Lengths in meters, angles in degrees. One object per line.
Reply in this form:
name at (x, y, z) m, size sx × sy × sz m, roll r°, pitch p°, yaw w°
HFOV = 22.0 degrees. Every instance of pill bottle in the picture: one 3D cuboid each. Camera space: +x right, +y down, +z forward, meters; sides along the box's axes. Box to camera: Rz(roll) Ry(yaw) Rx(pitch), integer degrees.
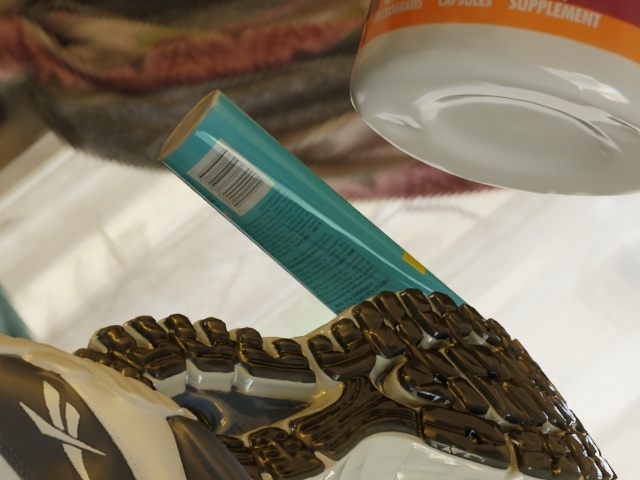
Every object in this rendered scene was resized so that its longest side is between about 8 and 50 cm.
pill bottle at (0.168, -0.245, 1.079) m, size 0.224 × 0.392 × 0.224 m, roll 13°, pitch -15°, yaw 3°

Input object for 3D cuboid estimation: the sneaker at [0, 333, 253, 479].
sneaker at (-0.041, 0.114, 0.402) m, size 0.235 × 0.094 × 0.153 m, roll 46°, pitch 2°, yaw -7°

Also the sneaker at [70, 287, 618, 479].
sneaker at (0.000, 0.114, 0.774) m, size 0.330 × 0.147 × 0.129 m, roll 3°, pitch 41°, yaw -39°

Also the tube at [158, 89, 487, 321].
tube at (0.000, 0.000, 0.947) m, size 0.207 × 0.052 × 0.080 m, roll 42°, pitch -39°, yaw -15°
